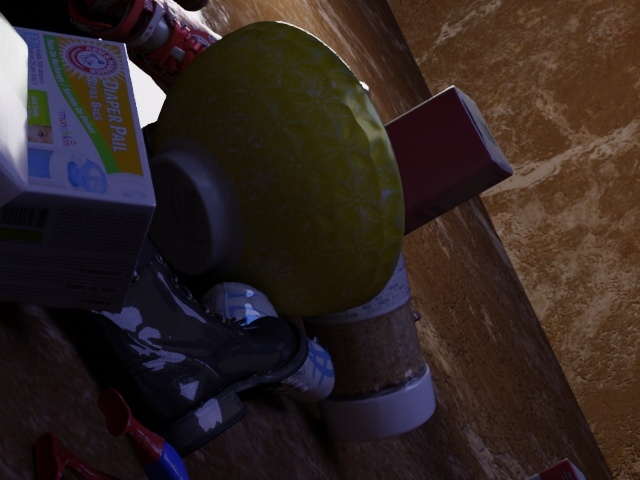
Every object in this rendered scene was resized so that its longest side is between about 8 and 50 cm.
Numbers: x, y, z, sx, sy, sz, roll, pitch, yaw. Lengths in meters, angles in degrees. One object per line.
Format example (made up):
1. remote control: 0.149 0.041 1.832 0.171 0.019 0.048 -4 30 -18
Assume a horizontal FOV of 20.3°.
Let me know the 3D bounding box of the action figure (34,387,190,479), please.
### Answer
1. action figure: -0.076 0.237 1.233 0.280 0.091 0.139 49 10 -38

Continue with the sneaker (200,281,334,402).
1. sneaker: -0.052 0.115 1.670 0.237 0.085 0.086 46 44 -59

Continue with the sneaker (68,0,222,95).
1. sneaker: -0.157 -0.193 1.809 0.270 0.090 0.145 43 10 13

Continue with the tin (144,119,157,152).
1. tin: -0.133 -0.089 1.896 0.106 0.040 0.190 63 12 -5

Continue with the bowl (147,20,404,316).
1. bowl: -0.074 -0.046 1.662 0.156 0.289 0.289 -23 80 -35

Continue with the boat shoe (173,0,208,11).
1. boat shoe: -0.201 -0.353 2.186 0.178 0.064 0.060 56 16 11

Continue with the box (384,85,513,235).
1. box: 0.131 -0.097 2.498 0.127 0.232 0.148 63 13 12

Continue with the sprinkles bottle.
1. sprinkles bottle: 0.026 0.022 1.809 0.121 0.121 0.355 -77 156 -73

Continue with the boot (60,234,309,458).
1. boot: -0.125 0.040 1.439 0.229 0.091 0.263 58 25 -3

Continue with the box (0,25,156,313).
1. box: -0.195 -0.056 1.299 0.114 0.103 0.203 7 38 -20

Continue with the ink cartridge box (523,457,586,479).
1. ink cartridge box: 0.237 0.347 2.029 0.072 0.175 0.127 43 20 -60

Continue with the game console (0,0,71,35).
1. game console: -0.289 -0.279 1.494 0.361 0.044 0.213 57 -22 32

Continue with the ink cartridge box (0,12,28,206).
1. ink cartridge box: -0.330 -0.173 1.098 0.353 0.119 0.207 53 13 -32

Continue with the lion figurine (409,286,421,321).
1. lion figurine: 0.000 0.000 2.026 0.240 0.142 0.392 55 -8 12
